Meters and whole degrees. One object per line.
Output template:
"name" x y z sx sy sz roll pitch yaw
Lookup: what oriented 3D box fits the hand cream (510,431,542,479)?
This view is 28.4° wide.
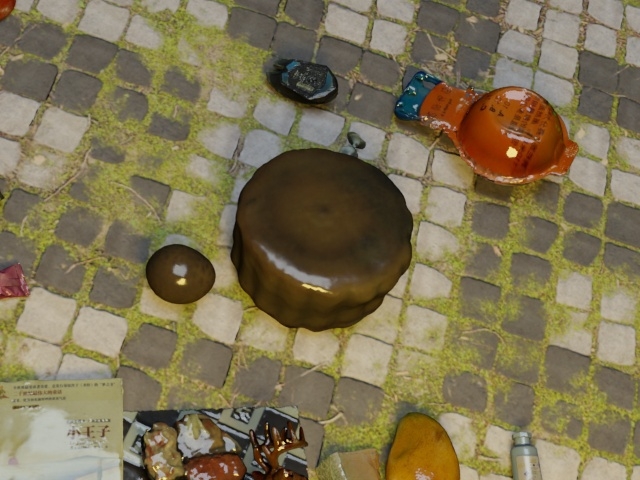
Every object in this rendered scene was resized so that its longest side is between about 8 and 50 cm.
"hand cream" 0.323 0.381 1.955 0.065 0.043 0.170 3 62 -14

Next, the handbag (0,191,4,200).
"handbag" -0.560 -0.194 1.915 0.079 0.260 0.247 -20 69 -20

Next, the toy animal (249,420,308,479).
"toy animal" -0.114 0.391 1.745 0.243 0.087 0.260 -11 80 -10

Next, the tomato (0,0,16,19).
"tomato" -0.596 -0.438 2.159 0.156 0.069 0.155 7 60 -12

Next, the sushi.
"sushi" -0.143 0.368 1.825 0.294 0.059 0.292 1 61 -16

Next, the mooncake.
"mooncake" 0.000 0.000 2.018 0.290 0.161 0.290 7 57 -11

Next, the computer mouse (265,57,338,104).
"computer mouse" -0.031 -0.278 2.238 0.135 0.047 0.079 22 63 11

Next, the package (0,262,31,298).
"package" -0.488 0.065 1.921 0.083 0.029 0.059 -10 67 -30

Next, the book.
"book" -0.377 0.335 1.793 0.201 0.026 0.289 -1 62 -11

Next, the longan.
"longan" -0.218 0.051 1.970 0.113 0.092 0.113 11 15 -3

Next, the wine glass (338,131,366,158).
"wine glass" 0.044 -0.147 2.187 0.039 0.042 0.083 15 55 29

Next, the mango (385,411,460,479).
"mango" 0.157 0.342 1.908 0.115 0.089 0.165 21 46 -1

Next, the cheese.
"cheese" 0.296 -0.205 2.243 0.329 0.129 0.217 23 60 13

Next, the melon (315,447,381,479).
"melon" 0.067 0.400 1.880 0.098 0.054 0.182 0 60 -33
